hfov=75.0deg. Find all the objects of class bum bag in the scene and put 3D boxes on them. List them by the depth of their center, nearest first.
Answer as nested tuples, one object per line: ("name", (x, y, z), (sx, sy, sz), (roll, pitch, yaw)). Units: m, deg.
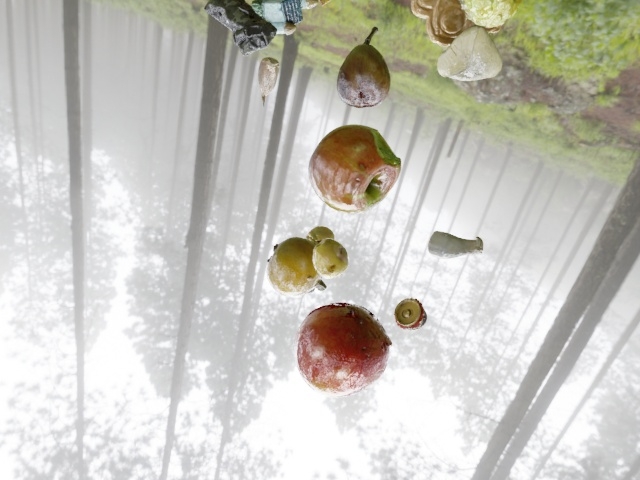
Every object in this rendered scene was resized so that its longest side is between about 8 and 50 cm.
("bum bag", (-0.287, -0.778, 1.466), (0.341, 0.144, 0.095), (51, -167, 16))

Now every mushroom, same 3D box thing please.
("mushroom", (0.561, 0.029, 1.734), (0.224, 0.116, 0.093), (11, -164, 12))

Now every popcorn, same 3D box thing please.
("popcorn", (0.466, -0.706, 1.149), (0.212, 0.198, 0.198), (42, -151, 7))

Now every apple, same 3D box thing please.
("apple", (0.121, -0.276, 1.589), (0.338, 0.340, 0.340), (12, -156, -5))

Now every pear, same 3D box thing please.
("pear", (0.042, 0.077, 1.843), (0.177, 0.178, 0.178), (12, -156, -5))

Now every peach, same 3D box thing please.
("peach", (0.078, 0.381, 1.505), (0.369, 0.371, 0.370), (12, -156, -5))
("peach", (0.000, 0.000, 2.453), (0.183, 0.185, 0.184), (12, -156, -5))

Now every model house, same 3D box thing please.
("model house", (-0.136, -1.037, 1.878), (0.290, 0.185, 0.253), (12, -129, 28))

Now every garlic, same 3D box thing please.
("garlic", (-0.234, -0.706, 1.833), (0.090, 0.198, 0.129), (11, -140, -20))

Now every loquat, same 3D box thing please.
("loquat", (-0.117, 0.156, 2.207), (0.359, 0.329, 0.328), (37, -155, 0))

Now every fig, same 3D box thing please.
("fig", (0.146, -0.562, 1.326), (0.169, 0.275, 0.145), (5, 168, 21))

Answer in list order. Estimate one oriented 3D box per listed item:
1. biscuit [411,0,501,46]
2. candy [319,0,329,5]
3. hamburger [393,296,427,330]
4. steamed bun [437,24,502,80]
("biscuit", (0.527, -0.879, 1.585), (0.375, 0.270, 0.051), (14, -155, -10))
("candy", (0.043, -1.107, 1.855), (0.121, 0.062, 0.038), (-27, -144, 11))
("hamburger", (0.473, 0.388, 2.159), (0.175, 0.175, 0.137), (39, 180, 44))
("steamed bun", (0.541, -0.654, 1.541), (0.231, 0.111, 0.212), (30, 156, -38))
